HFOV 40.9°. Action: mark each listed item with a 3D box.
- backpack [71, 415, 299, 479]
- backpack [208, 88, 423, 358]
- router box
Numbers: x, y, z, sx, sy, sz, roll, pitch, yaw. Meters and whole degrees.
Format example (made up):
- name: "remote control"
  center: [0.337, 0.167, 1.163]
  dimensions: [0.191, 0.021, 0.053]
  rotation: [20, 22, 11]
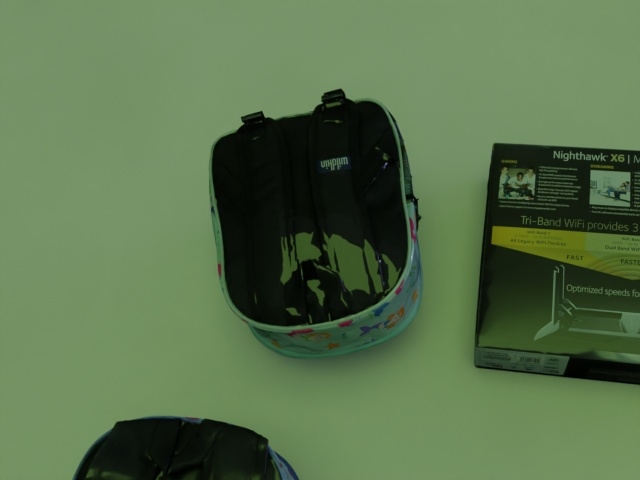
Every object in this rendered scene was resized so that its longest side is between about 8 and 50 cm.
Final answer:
- name: "backpack"
  center: [-0.125, 0.302, 0.801]
  dimensions: [0.276, 0.213, 0.264]
  rotation: [8, 75, 6]
- name: "backpack"
  center: [0.000, 0.000, 0.924]
  dimensions: [0.225, 0.191, 0.254]
  rotation: [-12, 57, 7]
- name: "router box"
  center: [0.327, 0.026, 0.918]
  dimensions: [0.308, 0.081, 0.243]
  rotation: [5, 67, 12]
